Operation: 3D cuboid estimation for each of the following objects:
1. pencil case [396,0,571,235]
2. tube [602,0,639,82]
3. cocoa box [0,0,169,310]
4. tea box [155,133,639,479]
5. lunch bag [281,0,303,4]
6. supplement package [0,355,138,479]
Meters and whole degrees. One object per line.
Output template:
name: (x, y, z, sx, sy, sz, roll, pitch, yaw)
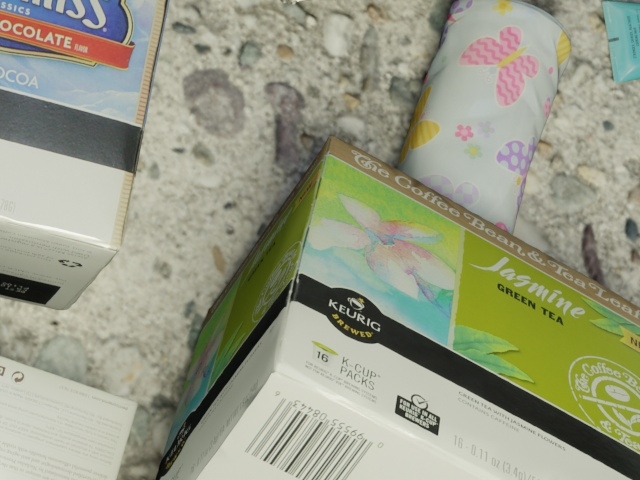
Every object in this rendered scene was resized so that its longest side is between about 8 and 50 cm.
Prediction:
pencil case: (0.136, -0.077, 1.669, 0.124, 0.113, 0.273, 21, 70, -12)
tube: (0.370, -0.194, 1.822, 0.207, 0.052, 0.080, -4, 73, -15)
cocoa box: (-0.316, -0.110, 1.450, 0.347, 0.231, 0.228, 14, 73, -15)
tea box: (0.075, 0.146, 1.461, 0.329, 0.220, 0.323, 29, 31, -11)
lunch bag: (0.078, -0.334, 1.659, 0.305, 0.212, 0.256, -3, 73, -21)
supplement package: (-0.248, 0.224, 1.439, 0.134, 0.139, 0.244, 21, 72, -17)
